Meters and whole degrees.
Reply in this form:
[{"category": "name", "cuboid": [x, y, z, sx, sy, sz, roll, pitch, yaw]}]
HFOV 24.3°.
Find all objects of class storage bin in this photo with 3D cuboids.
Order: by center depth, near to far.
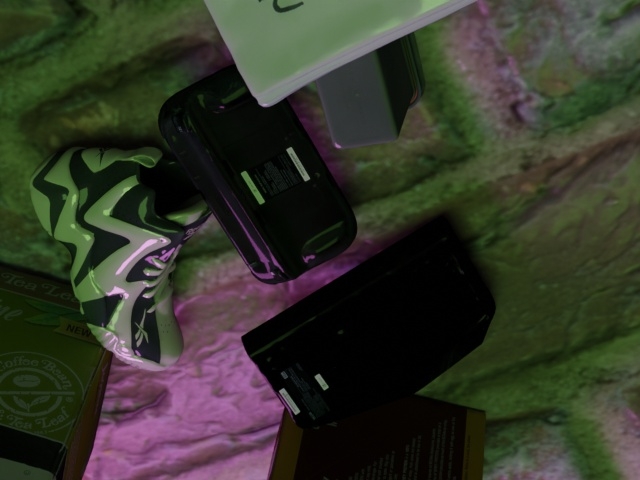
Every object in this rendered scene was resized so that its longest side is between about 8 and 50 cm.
[{"category": "storage bin", "cuboid": [0.023, -0.142, 1.202, 0.098, 0.091, 0.135, -7, 122, 15]}]

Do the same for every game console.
[{"category": "game console", "cuboid": [0.000, 0.000, 1.290, 0.213, 0.044, 0.361, -31, 118, 2]}]

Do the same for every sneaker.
[{"category": "sneaker", "cuboid": [-0.142, 0.012, 1.334, 0.153, 0.094, 0.235, -11, 112, 27]}]

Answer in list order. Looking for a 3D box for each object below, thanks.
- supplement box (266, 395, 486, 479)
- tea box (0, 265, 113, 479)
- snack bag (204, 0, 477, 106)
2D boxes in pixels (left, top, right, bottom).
[{"category": "supplement box", "cuboid": [0.044, 0.247, 1.408, 0.194, 0.191, 0.129, 13, 126, -1]}, {"category": "tea box", "cuboid": [-0.388, 0.184, 1.355, 0.329, 0.323, 0.220, 15, 126, -2]}, {"category": "snack bag", "cuboid": [0.001, -0.295, 1.073, 0.323, 0.037, 0.343, -23, 100, 22]}]
